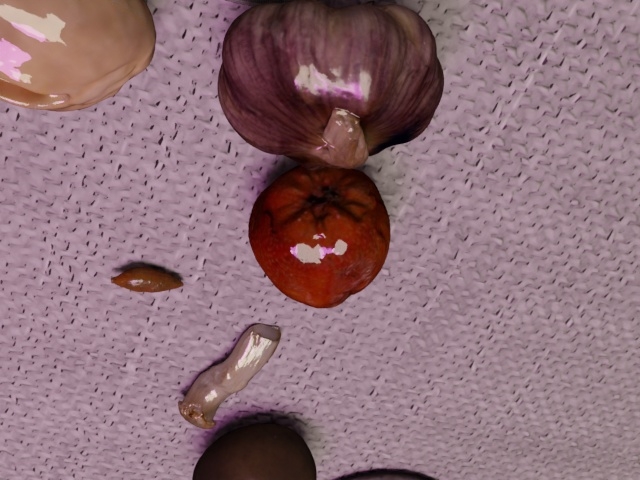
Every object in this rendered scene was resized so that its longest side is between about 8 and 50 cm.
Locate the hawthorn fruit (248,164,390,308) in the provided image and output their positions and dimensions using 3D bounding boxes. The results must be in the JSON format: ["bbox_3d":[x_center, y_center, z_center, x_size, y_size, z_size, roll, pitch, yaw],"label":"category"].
[{"bbox_3d":[0.003,-0.009,1.088,0.173,0.173,0.179,-30,153,16],"label":"hawthorn fruit"}]

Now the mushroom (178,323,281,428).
[{"bbox_3d":[-0.128,0.193,1.294,0.059,0.054,0.202,31,113,-34],"label":"mushroom"}]

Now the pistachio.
[{"bbox_3d":[-0.299,-0.232,0.858,0.299,0.187,0.187,28,121,-19],"label":"pistachio"}]

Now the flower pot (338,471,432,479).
[{"bbox_3d":[0.112,0.589,1.468,0.293,0.330,0.294,-5,129,-6],"label":"flower pot"}]

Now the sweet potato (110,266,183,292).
[{"bbox_3d":[-0.221,0.050,1.175,0.095,0.034,0.034,3,129,-23],"label":"sweet potato"}]

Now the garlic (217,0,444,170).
[{"bbox_3d":[0.012,-0.145,0.936,0.244,0.161,0.245,-4,166,-1],"label":"garlic"}]

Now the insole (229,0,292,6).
[{"bbox_3d":[-0.017,-0.280,0.951,0.231,0.003,0.080,-3,129,-5],"label":"insole"}]

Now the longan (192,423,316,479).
[{"bbox_3d":[-0.100,0.358,1.364,0.189,0.189,0.189,-4,129,-5],"label":"longan"}]
